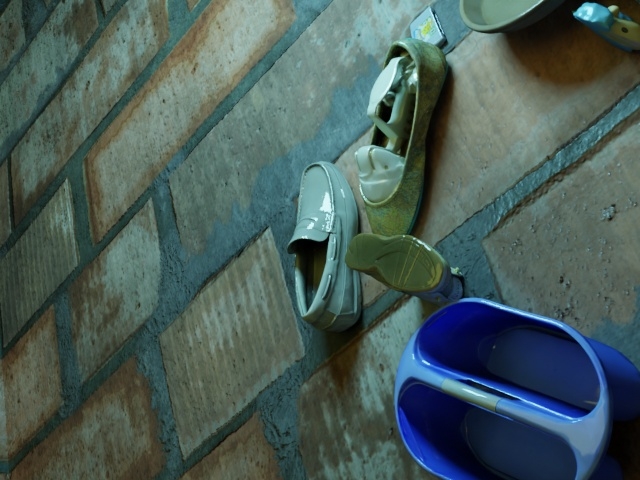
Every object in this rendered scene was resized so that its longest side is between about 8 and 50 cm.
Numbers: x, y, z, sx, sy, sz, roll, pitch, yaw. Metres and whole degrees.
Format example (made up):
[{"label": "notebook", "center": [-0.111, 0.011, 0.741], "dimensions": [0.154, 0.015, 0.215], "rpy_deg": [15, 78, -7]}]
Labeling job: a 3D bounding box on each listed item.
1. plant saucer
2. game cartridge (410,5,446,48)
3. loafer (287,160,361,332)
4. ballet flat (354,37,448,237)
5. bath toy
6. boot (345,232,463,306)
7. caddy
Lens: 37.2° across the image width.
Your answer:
[{"label": "plant saucer", "center": [0.323, -0.418, 1.420], "dimensions": [0.278, 0.041, 0.277], "rpy_deg": [-39, 32, 30]}, {"label": "game cartridge", "center": [0.182, -0.355, 1.631], "dimensions": [0.056, 0.017, 0.083], "rpy_deg": [-44, 47, 35]}, {"label": "loafer", "center": [0.000, 0.000, 1.632], "dimensions": [0.112, 0.112, 0.319], "rpy_deg": [-31, 54, 38]}, {"label": "ballet flat", "center": [0.117, -0.166, 1.559], "dimensions": [0.123, 0.123, 0.348], "rpy_deg": [9, 83, 50]}, {"label": "bath toy", "center": [0.457, -0.430, 1.255], "dimensions": [0.151, 0.129, 0.348], "rpy_deg": [37, 104, 49]}, {"label": "boot", "center": [0.155, 0.052, 1.391], "dimensions": [0.213, 0.165, 0.077], "rpy_deg": [14, 81, 57]}, {"label": "caddy", "center": [0.242, 0.210, 1.223], "dimensions": [0.341, 0.179, 0.241], "rpy_deg": [14, 86, 51]}]
